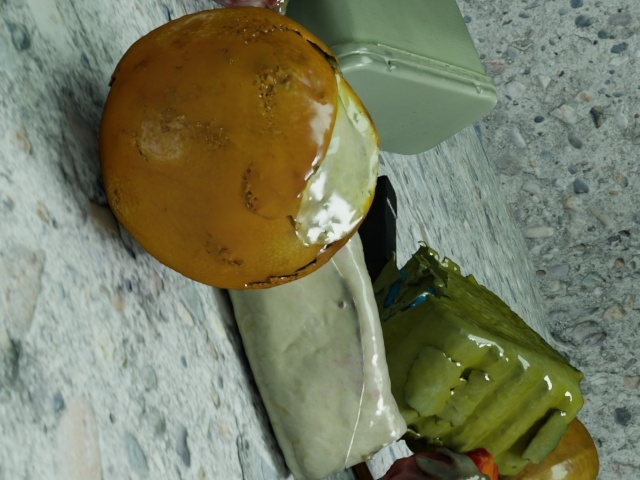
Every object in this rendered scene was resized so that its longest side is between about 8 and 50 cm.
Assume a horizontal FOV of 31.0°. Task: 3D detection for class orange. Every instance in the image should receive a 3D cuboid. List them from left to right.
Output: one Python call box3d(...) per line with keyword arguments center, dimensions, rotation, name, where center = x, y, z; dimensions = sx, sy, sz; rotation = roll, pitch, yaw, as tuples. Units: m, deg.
box3d(center=(-0.066, -0.076, 0.959), dimensions=(0.240, 0.240, 0.240), rotation=(-19, 90, -75), name="orange")

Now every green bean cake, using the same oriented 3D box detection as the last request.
box3d(center=(0.129, 0.141, 1.408), dimensions=(0.285, 0.202, 0.310), rotation=(30, 14, -33), name="green bean cake")

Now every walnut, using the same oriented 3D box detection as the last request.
box3d(center=(0.372, 0.398, 2.003), dimensions=(0.336, 0.209, 0.209), rotation=(-5, 77, -64), name="walnut")

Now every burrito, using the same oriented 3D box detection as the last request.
box3d(center=(-0.012, 0.079, 1.144), dimensions=(0.105, 0.143, 0.299), rotation=(-177, -108, -82), name="burrito")

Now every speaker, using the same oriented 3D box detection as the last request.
box3d(center=(0.066, -0.010, 1.624), dimensions=(0.218, 0.082, 0.044), rotation=(-87, 154, -57), name="speaker")

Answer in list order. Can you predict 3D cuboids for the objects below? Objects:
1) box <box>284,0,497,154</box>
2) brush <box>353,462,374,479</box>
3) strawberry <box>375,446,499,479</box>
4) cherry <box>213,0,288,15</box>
box3d(center=(0.047, -0.321, 1.584), dimensions=(0.352, 0.177, 0.344), rotation=(5, 63, -49), name="box")
box3d(center=(0.046, 0.263, 1.352), dimensions=(0.090, 0.017, 0.314), rotation=(-74, 142, -70), name="brush")
box3d(center=(0.130, 0.384, 1.272), dimensions=(0.265, 0.149, 0.336), rotation=(-83, 163, -46), name="strawberry")
box3d(center=(-0.094, -0.378, 1.319), dimensions=(0.250, 0.192, 0.175), rotation=(54, -17, -27), name="cherry")
